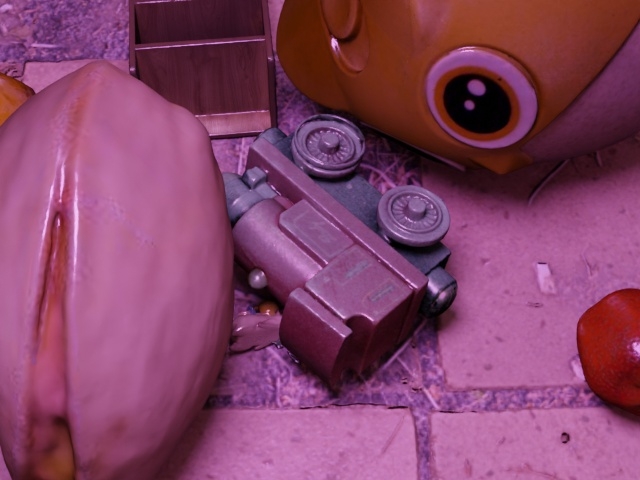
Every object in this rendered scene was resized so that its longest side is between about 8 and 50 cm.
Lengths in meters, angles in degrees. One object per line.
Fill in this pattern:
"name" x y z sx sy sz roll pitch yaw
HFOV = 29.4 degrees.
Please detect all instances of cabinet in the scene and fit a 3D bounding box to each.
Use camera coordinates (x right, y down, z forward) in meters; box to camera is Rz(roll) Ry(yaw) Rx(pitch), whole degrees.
"cabinet" -0.150 -0.256 1.535 0.174 0.148 0.215 -4 56 -4

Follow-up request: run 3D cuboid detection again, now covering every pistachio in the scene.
"pistachio" -0.226 0.044 1.217 0.281 0.365 0.446 4 86 1

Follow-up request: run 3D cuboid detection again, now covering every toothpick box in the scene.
"toothpick box" 0.199 -0.274 1.386 0.425 0.409 0.409 -7 56 -24

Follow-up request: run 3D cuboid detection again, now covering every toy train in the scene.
"toy train" 0.000 0.000 1.357 0.304 0.150 0.221 41 57 21

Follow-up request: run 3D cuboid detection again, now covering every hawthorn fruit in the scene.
"hawthorn fruit" 0.340 0.119 1.315 0.132 0.133 0.138 -17 43 -11

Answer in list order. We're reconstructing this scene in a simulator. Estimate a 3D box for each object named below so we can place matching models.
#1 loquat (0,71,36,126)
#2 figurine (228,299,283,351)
"loquat" -0.382 -0.093 1.388 0.213 0.213 0.213 0 57 0
"figurine" -0.072 0.090 1.372 0.083 0.047 0.051 -6 52 -24
